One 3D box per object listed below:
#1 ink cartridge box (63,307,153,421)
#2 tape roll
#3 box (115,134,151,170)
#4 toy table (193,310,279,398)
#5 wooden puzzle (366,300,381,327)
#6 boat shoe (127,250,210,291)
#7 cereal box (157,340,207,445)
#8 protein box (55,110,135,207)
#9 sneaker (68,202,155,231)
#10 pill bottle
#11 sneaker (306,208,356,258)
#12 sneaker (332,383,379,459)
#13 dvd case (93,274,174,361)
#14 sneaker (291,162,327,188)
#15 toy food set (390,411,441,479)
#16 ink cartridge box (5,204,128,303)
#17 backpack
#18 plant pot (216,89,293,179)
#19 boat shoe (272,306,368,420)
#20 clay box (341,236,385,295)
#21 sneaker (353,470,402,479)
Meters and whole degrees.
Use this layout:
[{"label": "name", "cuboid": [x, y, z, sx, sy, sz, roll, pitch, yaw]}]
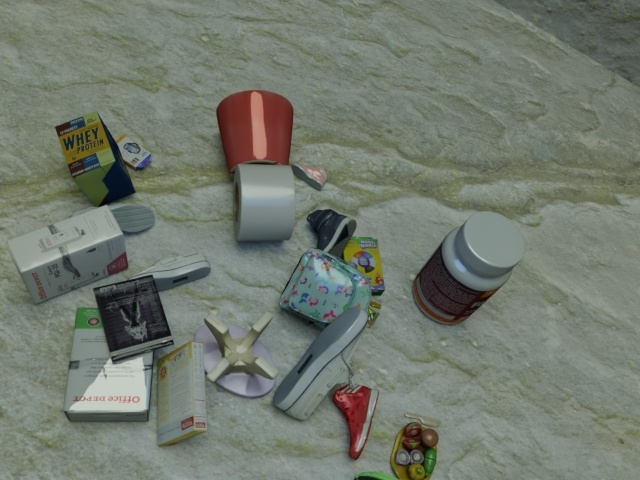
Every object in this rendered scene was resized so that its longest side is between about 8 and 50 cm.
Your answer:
[{"label": "ink cartridge box", "cuboid": [-0.562, 0.337, 1.643, 0.211, 0.121, 0.289, 4, 59, -13]}, {"label": "tape roll", "cuboid": [-0.185, -0.121, 1.938, 0.169, 0.246, 0.246, 0, 60, -15]}, {"label": "box", "cuboid": [-0.640, -0.292, 2.053, 0.136, 0.028, 0.081, 35, 58, 4]}, {"label": "toy table", "cuboid": [-0.237, 0.318, 1.716, 0.274, 0.161, 0.252, 29, 58, 2]}, {"label": "wooden puzzle", "cuboid": [0.146, 0.235, 1.947, 0.079, 0.014, 0.116, 28, 58, 3]}, {"label": "boat shoe", "cuboid": [-0.466, 0.093, 1.840, 0.258, 0.095, 0.084, -12, 59, -32]}, {"label": "cereal box", "cuboid": [-0.373, 0.410, 1.624, 0.047, 0.173, 0.240, 19, 52, -42]}, {"label": "protein box", "cuboid": [-0.698, -0.249, 1.894, 0.136, 0.199, 0.201, -24, 67, -8]}, {"label": "sneaker", "cuboid": [-0.648, -0.075, 1.883, 0.258, 0.091, 0.094, -1, 101, -35]}, {"label": "pill bottle", "cuboid": [0.454, 0.090, 1.886, 0.224, 0.392, 0.223, 6, 59, -10]}, {"label": "sneaker", "cuboid": [0.001, 0.000, 2.012, 0.163, 0.086, 0.226, 30, 85, 37]}, {"label": "sneaker", "cuboid": [0.082, 0.510, 1.741, 0.128, 0.087, 0.221, 18, 45, 6]}, {"label": "dvd case", "cuboid": [-0.509, 0.207, 1.652, 0.165, 0.018, 0.221, -13, 62, -23]}, {"label": "sneaker", "cuboid": [-0.035, -0.243, 2.164, 0.134, 0.051, 0.070, 35, 56, 4]}, {"label": "toy food set", "cuboid": [0.282, 0.590, 1.737, 0.128, 0.071, 0.217, 22, 57, -1]}, {"label": "ink cartridge box", "cuboid": [-0.711, 0.042, 1.730, 0.283, 0.207, 0.117, -24, 67, -25]}, {"label": "backpack", "cuboid": [0.027, 0.160, 1.849, 0.254, 0.191, 0.225, 29, 90, -3]}, {"label": "plant pot", "cuboid": [-0.217, -0.334, 2.059, 0.275, 0.275, 0.243, 0, 70, -14]}, {"label": "boat shoe", "cuboid": [0.039, 0.363, 1.717, 0.156, 0.136, 0.367, 40, 88, -18]}, {"label": "clay box", "cuboid": [0.134, 0.073, 2.016, 0.128, 0.053, 0.221, 1, 61, -13]}, {"label": "sneaker", "cuboid": [0.241, 0.800, 1.538, 0.202, 0.185, 0.482, -30, 70, -31]}]
